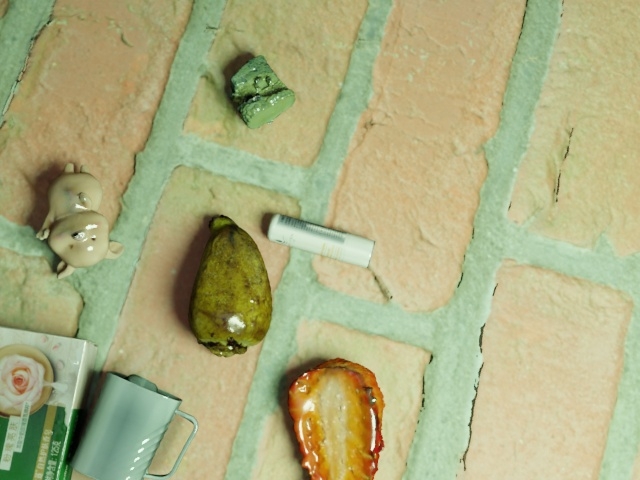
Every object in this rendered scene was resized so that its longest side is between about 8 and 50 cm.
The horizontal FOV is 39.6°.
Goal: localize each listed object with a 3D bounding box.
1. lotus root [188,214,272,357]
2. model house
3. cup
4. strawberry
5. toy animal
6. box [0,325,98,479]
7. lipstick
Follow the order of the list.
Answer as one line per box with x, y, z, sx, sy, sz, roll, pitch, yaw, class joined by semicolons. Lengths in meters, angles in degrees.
-0.116;0.050;1.136;0.108;0.094;0.190;11;70;-37;lotus root
-0.088;-0.202;1.196;0.079;0.066;0.083;-33;81;-10;model house
-0.222;0.237;1.091;0.128;0.095;0.129;23;82;-1;cup
0.023;0.241;1.118;0.121;0.082;0.188;0;88;16;strawberry
-0.311;-0.029;1.149;0.084;0.089;0.150;-9;82;17;toy animal
-0.365;0.210;1.095;0.135;0.081;0.199;8;77;-2;box
0.000;0.000;1.176;0.141;0.040;0.040;16;79;1;lipstick
